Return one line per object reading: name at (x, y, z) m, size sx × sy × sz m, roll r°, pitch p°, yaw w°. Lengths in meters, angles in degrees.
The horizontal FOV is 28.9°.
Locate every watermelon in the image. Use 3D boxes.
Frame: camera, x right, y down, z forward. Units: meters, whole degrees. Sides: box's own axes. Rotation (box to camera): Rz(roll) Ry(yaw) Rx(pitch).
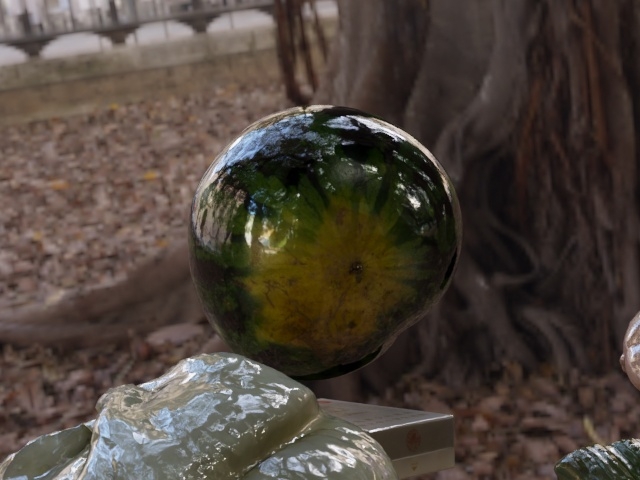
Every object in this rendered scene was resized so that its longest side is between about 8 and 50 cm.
watermelon at (-0.001, 0.000, 1.176) m, size 0.269 × 0.269 × 0.269 m, roll -7°, pitch 14°, yaw 2°

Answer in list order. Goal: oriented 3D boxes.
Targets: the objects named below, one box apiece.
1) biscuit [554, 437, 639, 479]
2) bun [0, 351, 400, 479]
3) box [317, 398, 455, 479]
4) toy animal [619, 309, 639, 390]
biscuit at (0.270, 0.240, 0.809) m, size 0.099 × 0.038 × 0.322 m, roll -6°, pitch 34°, yaw -24°
bun at (-0.123, 0.220, 0.903) m, size 0.365 × 0.219 × 0.365 m, roll -32°, pitch 8°, yaw 5°
box at (0.024, 0.209, 1.305) m, size 0.201 × 0.058 × 0.141 m, roll 1°, pitch 2°, yaw 44°
toy animal at (0.471, 0.167, 1.553) m, size 0.171 × 0.197 × 0.171 m, roll -28°, pitch 39°, yaw 25°
